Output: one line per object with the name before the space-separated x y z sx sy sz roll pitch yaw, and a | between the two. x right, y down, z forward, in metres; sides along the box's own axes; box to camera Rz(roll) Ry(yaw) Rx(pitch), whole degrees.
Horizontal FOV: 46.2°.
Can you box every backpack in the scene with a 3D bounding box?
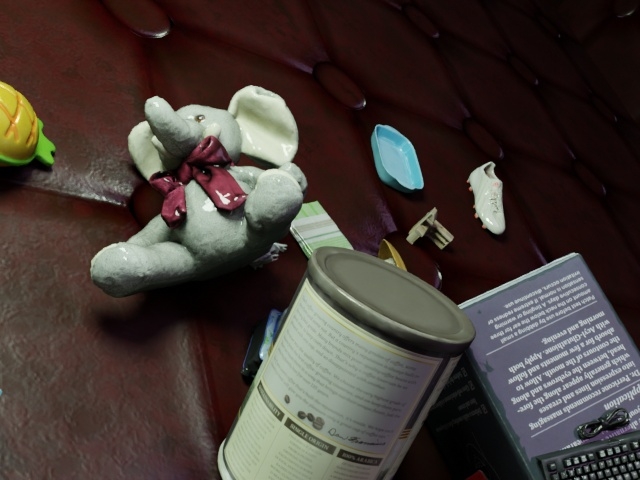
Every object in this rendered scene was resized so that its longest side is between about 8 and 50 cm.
backpack | -0.036 0.158 1.037 0.114 0.084 0.105 34 39 -19

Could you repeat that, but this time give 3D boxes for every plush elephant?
plush elephant | -0.159 -0.089 1.025 0.256 0.271 0.330 66 10 8

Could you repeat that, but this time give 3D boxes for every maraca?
maraca | -0.413 -0.149 0.974 0.127 0.099 0.185 63 13 9

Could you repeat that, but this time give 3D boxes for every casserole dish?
casserole dish | 0.158 -0.169 1.600 0.114 0.037 0.189 21 41 -29

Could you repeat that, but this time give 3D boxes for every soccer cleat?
soccer cleat | 0.389 -0.099 1.719 0.068 0.076 0.196 21 42 -29

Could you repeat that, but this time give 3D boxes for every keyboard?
keyboard | 0.335 0.247 0.845 0.180 0.023 0.108 -10 71 -11

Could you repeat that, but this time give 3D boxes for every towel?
towel | 0.000 0.000 1.291 0.113 0.023 0.152 -12 60 -52

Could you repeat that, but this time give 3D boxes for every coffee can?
coffee can | 0.025 0.174 0.866 0.201 0.276 0.201 24 15 -7

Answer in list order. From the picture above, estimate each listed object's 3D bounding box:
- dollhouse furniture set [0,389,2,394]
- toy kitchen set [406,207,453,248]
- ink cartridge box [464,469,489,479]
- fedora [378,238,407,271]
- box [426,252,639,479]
dollhouse furniture set | -0.374 0.162 0.661 0.128 0.129 0.184 32 38 -16
toy kitchen set | 0.228 -0.016 1.484 0.075 0.068 0.083 44 36 -1
ink cartridge box | 0.214 0.428 0.955 0.077 0.134 0.231 -17 64 -25
fedora | 0.093 0.094 1.191 0.079 0.194 0.194 -14 57 -8
box | 0.306 0.266 1.004 0.211 0.293 0.396 -22 74 -14
